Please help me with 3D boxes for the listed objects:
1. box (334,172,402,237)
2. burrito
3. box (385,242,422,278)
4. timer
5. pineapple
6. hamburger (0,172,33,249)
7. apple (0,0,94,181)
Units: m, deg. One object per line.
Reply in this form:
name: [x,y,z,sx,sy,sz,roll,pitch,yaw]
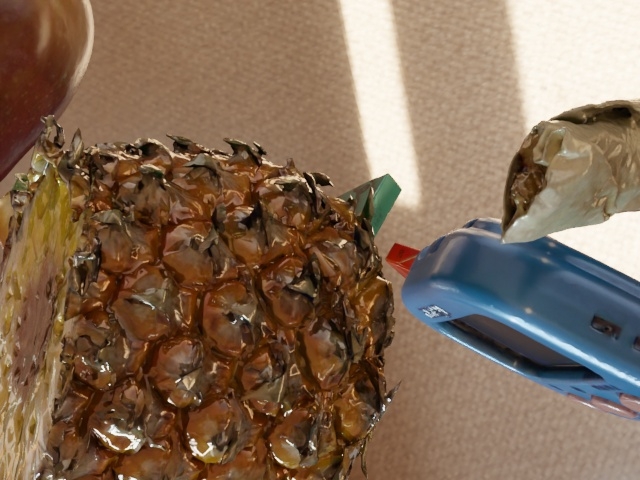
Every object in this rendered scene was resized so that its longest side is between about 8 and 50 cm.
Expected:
box: [0.000,0.000,1.579,0.226,0.161,0.042,-25,115,42]
burrito: [0.262,-0.071,0.953,0.076,0.392,0.117,39,119,25]
box: [0.204,0.077,1.450,0.245,0.139,0.035,24,78,52]
timer: [0.246,0.085,1.142,0.309,0.340,0.115,26,82,-2]
pineapple: [-0.105,0.076,0.882,0.352,0.300,0.352,-179,90,-65]
hamburger: [-0.344,-0.014,1.585,0.170,0.246,0.246,-39,78,1]
apple: [-0.390,-0.206,1.146,0.288,0.288,0.317,20,85,31]
